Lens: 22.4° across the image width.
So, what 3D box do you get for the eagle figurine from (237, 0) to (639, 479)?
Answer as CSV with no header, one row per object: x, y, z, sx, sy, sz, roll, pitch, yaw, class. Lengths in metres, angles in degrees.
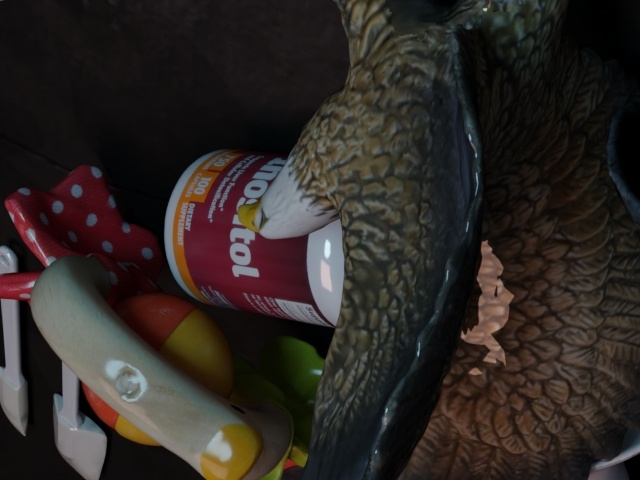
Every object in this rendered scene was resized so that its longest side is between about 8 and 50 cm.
0.042,-0.009,0.643,0.225,0.226,0.298,135,118,-77,eagle figurine

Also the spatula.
-0.221,0.075,1.185,0.168,0.019,0.242,37,144,19,spatula

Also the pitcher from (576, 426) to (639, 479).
0.081,0.141,0.829,0.177,0.125,0.207,-2,135,-5,pitcher

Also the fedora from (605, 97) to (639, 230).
0.249,-0.019,0.445,0.334,0.334,0.153,27,111,23,fedora

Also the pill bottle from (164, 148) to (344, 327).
0.000,0.000,0.824,0.152,0.086,0.086,7,131,39,pill bottle

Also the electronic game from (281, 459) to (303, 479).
0.039,0.198,1.025,0.229,0.048,0.229,27,142,23,electronic game

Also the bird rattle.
-0.084,0.057,0.895,0.253,0.143,0.207,48,-177,3,bird rattle
